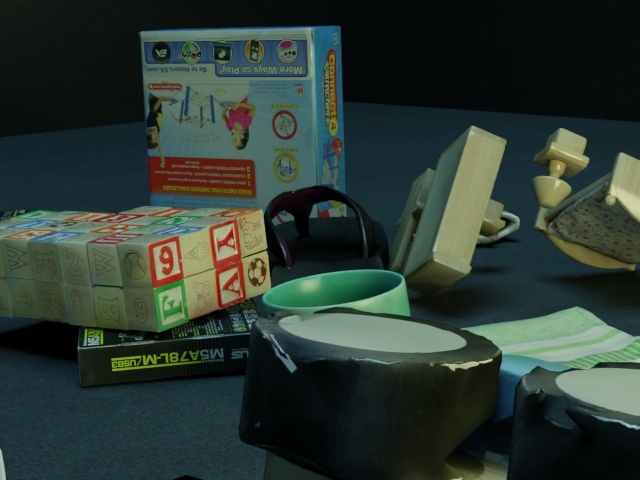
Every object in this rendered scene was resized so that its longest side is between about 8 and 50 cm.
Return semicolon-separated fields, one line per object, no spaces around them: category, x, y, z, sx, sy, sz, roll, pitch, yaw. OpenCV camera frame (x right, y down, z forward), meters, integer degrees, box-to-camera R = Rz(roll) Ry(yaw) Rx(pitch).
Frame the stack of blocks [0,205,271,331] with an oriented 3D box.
stack of blocks;-0.221;0.022;1.398;0.297;0.087;0.171;2;14;37

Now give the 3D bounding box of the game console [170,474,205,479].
game console;0.018;0.178;0.888;0.213;0.044;0.361;8;14;42

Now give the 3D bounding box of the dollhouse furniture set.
dollhouse furniture set;0.286;0.031;1.564;0.356;0.173;0.303;23;-20;-9

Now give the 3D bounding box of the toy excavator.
toy excavator;0.234;0.159;0.584;0.445;0.222;0.433;-1;8;-44

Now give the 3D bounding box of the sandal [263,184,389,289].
sandal;0.002;0.000;1.587;0.168;0.107;0.446;-13;12;-3

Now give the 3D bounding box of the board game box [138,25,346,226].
board game box;-0.116;-0.165;2.003;0.308;0.301;0.086;5;13;30

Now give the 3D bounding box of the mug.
mug;0.020;0.085;1.201;0.130;0.097;0.158;-5;11;15

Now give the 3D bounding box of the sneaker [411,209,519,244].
sneaker;0.200;-0.021;1.831;0.161;0.057;0.075;-6;6;-33

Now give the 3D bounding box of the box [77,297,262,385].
box;-0.150;0.094;1.354;0.184;0.045;0.190;-7;12;-8

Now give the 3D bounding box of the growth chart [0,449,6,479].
growth chart;-0.345;0.184;0.990;0.237;0.021;0.172;-4;12;-6

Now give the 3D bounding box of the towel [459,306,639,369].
towel;0.217;0.114;1.175;0.248;0.038;0.325;-7;11;-21

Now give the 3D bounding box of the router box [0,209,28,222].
router box;-0.381;0.016;1.675;0.038;0.092;0.122;-4;11;-9
